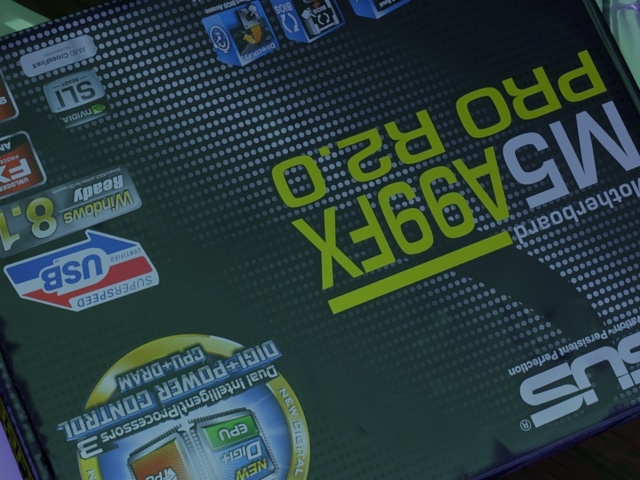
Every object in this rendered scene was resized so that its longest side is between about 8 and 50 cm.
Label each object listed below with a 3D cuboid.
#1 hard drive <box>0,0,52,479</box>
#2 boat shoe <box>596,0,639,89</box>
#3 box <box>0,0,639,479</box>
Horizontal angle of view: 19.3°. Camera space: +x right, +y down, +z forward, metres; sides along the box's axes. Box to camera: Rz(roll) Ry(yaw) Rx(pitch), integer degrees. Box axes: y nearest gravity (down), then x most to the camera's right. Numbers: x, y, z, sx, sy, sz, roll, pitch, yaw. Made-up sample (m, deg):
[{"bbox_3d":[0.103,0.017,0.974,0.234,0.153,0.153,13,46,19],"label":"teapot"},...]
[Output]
[{"bbox_3d":[-0.130,0.062,0.715,0.203,0.040,0.307,26,64,-8],"label":"hard drive"},{"bbox_3d":[0.129,-0.090,0.832,0.088,0.096,0.267,4,70,-22],"label":"boat shoe"},{"bbox_3d":[0.000,0.000,0.706,0.270,0.060,0.216,-20,77,-16],"label":"box"}]
